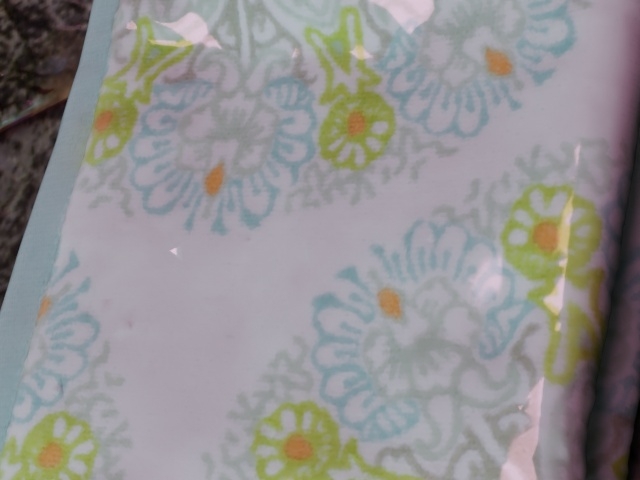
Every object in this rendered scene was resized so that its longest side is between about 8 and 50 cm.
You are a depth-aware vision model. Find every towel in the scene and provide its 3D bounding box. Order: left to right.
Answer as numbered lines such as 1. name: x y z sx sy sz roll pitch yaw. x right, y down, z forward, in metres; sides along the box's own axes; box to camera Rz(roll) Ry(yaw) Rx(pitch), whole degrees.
1. towel: 0.000 0.000 0.790 0.320 0.090 0.374 1 71 34
